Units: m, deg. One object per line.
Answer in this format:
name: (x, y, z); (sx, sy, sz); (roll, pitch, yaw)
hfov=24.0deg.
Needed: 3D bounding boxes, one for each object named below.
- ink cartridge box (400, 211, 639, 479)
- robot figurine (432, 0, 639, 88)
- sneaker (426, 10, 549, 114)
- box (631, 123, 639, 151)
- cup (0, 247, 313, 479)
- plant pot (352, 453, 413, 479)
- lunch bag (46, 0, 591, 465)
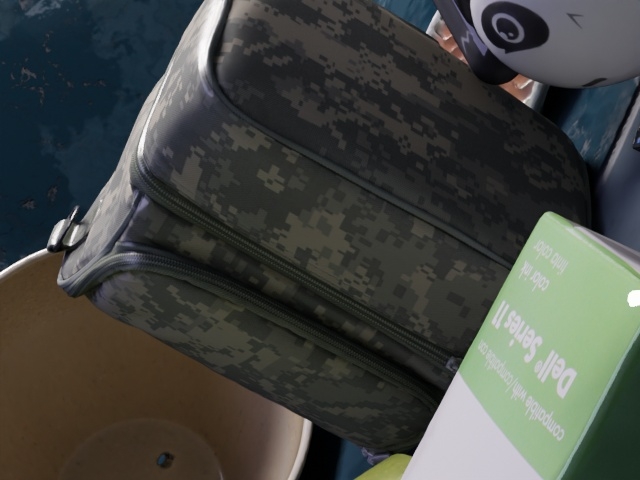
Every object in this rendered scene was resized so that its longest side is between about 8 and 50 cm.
ink cartridge box: (0.098, 0.195, 0.546); (0.353, 0.207, 0.119); (-63, 17, 8)
robot figurine: (0.138, -0.222, 0.937); (0.173, 0.209, 0.278); (-26, 57, 4)
sneaker: (0.156, -0.191, 1.168); (0.121, 0.108, 0.302); (6, -85, -63)
box: (0.225, -0.084, 0.903); (0.067, 0.018, 0.083); (-68, 15, -5)
cup: (-0.169, 0.194, 1.343); (0.237, 0.331, 0.331); (89, -166, -60)
plant pot: (0.005, 0.261, 0.735); (0.293, 0.275, 0.275); (-53, 12, -14)
lunch bag: (0.000, 0.000, 1.010); (0.256, 0.305, 0.212); (-50, 19, 37)
